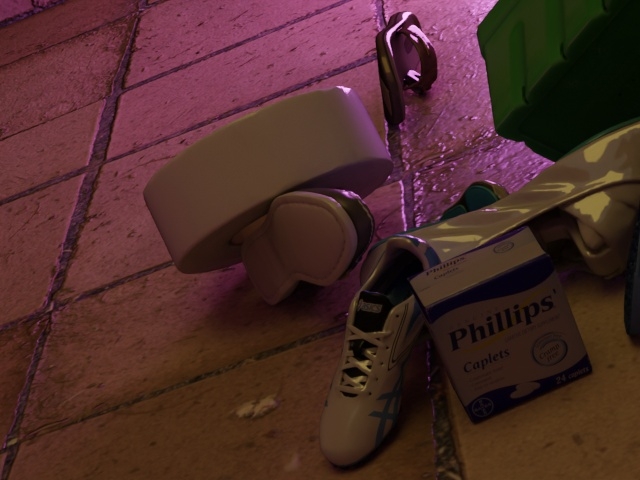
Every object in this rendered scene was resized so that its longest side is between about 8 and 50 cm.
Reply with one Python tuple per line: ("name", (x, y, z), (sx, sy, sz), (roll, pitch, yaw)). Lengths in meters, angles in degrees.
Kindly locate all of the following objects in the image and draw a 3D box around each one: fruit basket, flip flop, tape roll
("fruit basket", (0.337, -0.297, 1.748), (0.392, 0.283, 0.392), (-61, 12, 22))
("flip flop", (0.129, -0.251, 2.252), (0.080, 0.112, 0.277), (-2, 24, 13))
("tape roll", (-0.061, -0.067, 1.871), (0.286, 0.100, 0.286), (-26, -10, -5))

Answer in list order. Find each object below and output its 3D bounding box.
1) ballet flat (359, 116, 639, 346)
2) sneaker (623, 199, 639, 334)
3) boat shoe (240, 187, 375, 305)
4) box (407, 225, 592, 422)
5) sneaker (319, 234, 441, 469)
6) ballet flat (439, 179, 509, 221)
("ballet flat", (0.232, 0.004, 1.622), (0.400, 0.139, 0.139), (-24, 24, 11))
("sneaker", (0.344, -0.017, 1.512), (0.090, 0.081, 0.232), (11, 77, 6))
("boat shoe", (-0.002, -0.004, 1.759), (0.091, 0.109, 0.305), (-26, -3, -22))
("box", (0.166, 0.078, 1.486), (0.126, 0.137, 0.072), (-24, 25, 1))
("sneaker", (0.049, 0.103, 1.538), (0.085, 0.086, 0.237), (8, 67, 38))
("ballet flat", (0.180, -0.038, 1.755), (0.052, 0.057, 0.168), (-21, -2, -20))
